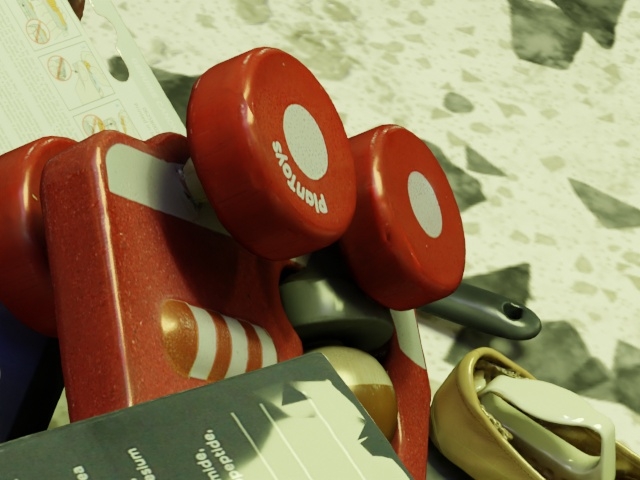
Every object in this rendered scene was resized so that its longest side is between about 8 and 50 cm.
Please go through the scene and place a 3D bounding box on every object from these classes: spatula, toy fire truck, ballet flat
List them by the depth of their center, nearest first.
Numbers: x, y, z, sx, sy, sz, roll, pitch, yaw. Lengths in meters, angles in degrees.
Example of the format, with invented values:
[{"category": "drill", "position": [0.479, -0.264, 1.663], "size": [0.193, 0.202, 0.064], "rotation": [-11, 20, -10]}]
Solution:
[{"category": "toy fire truck", "position": [-0.032, 0.066, 0.882], "size": [0.302, 0.169, 0.254], "rotation": [25, 52, -56]}, {"category": "ballet flat", "position": [0.159, 0.138, 0.958], "size": [0.232, 0.073, 0.080], "rotation": [31, 42, 18]}, {"category": "spatula", "position": [0.000, 0.000, 1.100], "size": [0.296, 0.030, 0.084], "rotation": [24, 41, 11]}]

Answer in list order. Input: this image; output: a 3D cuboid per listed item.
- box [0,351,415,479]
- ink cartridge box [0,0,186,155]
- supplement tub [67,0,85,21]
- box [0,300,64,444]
[{"category": "box", "position": [-0.121, 0.241, 0.559], "size": [0.312, 0.343, 0.179], "rotation": [-15, 50, -30]}, {"category": "ink cartridge box", "position": [-0.209, -0.095, 1.074], "size": [0.232, 0.066, 0.189], "rotation": [-29, 88, -54]}, {"category": "supplement tub", "position": [-0.260, -0.158, 1.148], "size": [0.198, 0.106, 0.106], "rotation": [-21, 52, -34]}, {"category": "box", "position": [-0.272, 0.061, 0.906], "size": [0.261, 0.103, 0.184], "rotation": [14, 44, 0]}]
